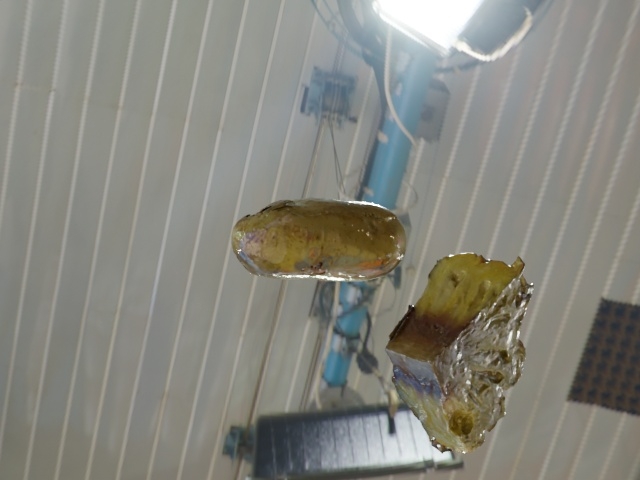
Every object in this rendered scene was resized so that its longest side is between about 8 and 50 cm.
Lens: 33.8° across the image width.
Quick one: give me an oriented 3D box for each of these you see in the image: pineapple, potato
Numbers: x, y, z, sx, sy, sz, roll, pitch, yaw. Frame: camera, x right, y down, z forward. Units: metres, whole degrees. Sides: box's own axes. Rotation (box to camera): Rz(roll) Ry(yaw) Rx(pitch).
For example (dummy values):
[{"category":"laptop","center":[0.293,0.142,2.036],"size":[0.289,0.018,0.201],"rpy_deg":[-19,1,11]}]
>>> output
[{"category":"pineapple","center":[0.156,0.126,1.189],"size":[0.186,0.114,0.236],"rpy_deg":[16,-98,-44]},{"category":"potato","center":[0.000,0.000,0.975],"size":[0.171,0.107,0.080],"rpy_deg":[5,-81,-22]}]
